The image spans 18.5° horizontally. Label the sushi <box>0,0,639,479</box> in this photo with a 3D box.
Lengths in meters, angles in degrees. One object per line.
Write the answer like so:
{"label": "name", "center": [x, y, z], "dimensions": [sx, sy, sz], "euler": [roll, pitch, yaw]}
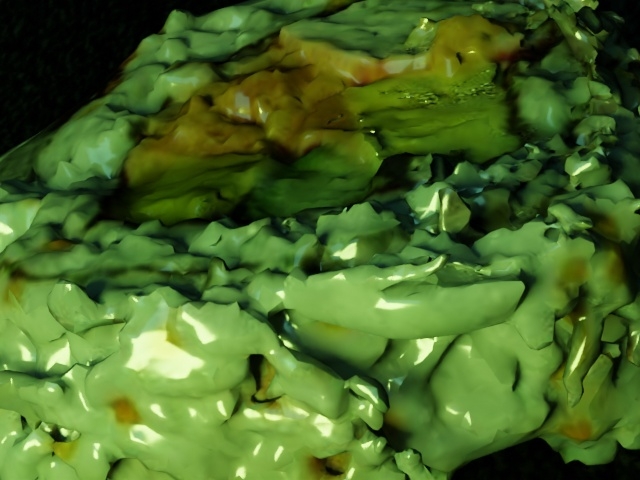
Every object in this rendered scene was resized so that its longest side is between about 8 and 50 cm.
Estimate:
{"label": "sushi", "center": [0.003, 0.001, 0.927], "dimensions": [0.417, 0.176, 0.417], "euler": [-16, 25, 8]}
